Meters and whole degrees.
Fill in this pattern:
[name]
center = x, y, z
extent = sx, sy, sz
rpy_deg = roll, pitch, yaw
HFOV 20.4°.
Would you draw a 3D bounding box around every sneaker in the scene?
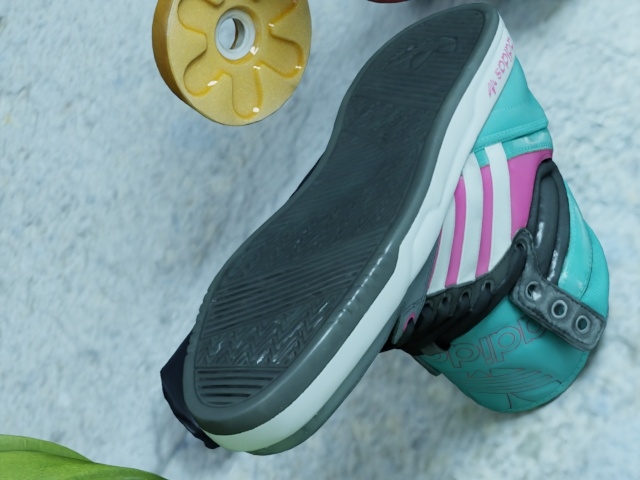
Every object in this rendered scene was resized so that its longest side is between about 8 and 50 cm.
[sneaker]
center = 0.052, 0.035, 0.883
extent = 0.123, 0.178, 0.295
rpy_deg = -9, 35, 40

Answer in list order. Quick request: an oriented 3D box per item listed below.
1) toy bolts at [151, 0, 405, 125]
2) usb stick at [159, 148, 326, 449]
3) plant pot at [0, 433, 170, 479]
[toy bolts]
center = 0.033, -0.162, 0.974
extent = 0.158, 0.228, 0.218
rpy_deg = 14, 99, 49
[usb stick]
center = 0.000, 0.000, 1.045
extent = 0.278, 0.045, 0.077
rpy_deg = -53, 37, 10
[plant pot]
center = -0.012, 0.274, 0.739
extent = 0.353, 0.366, 0.367
rpy_deg = 0, 70, 31
